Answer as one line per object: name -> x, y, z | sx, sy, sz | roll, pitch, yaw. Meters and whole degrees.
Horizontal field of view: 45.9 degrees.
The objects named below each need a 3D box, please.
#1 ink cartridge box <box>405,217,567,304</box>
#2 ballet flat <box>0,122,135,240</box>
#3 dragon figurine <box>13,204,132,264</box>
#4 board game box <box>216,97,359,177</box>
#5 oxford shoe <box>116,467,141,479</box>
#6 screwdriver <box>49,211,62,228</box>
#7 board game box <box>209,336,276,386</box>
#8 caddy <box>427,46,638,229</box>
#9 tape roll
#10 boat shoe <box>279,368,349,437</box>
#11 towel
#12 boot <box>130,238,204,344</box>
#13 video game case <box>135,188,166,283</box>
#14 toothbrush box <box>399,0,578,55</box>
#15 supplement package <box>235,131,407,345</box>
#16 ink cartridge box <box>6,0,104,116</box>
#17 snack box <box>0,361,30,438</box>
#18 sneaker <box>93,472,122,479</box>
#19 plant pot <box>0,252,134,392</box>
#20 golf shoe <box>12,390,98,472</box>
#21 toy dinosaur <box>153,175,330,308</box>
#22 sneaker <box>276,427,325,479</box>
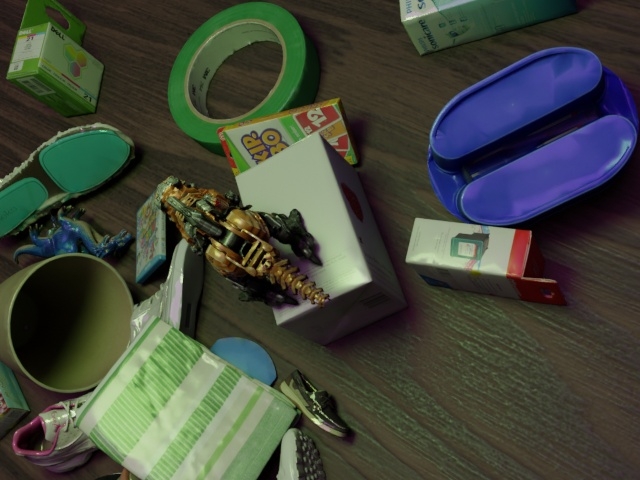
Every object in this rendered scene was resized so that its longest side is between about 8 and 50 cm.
ink cartridge box -> 0.265, 0.034, 1.180 | 0.231, 0.134, 0.078 | 8, 74, 27
ballet flat -> -0.591, -0.148, 1.661 | 0.408, 0.147, 0.147 | -28, 62, 7
dragon figurine -> -0.536, 0.024, 1.584 | 0.289, 0.085, 0.144 | -28, 76, 13
board game box -> -0.067, -0.180, 1.428 | 0.259, 0.124, 0.039 | -9, 29, 23
oxford shoe -> -0.241, 0.559, 1.251 | 0.146, 0.140, 0.397 | -49, 57, 34
screwdriver -> -0.605, -0.062, 1.698 | 0.170, 0.024, 0.025 | 55, 128, 32
board game box -> -0.163, 0.257, 1.354 | 0.133, 0.033, 0.169 | 31, 67, 20
caddy -> 0.331, -0.156, 1.200 | 0.341, 0.179, 0.241 | -26, 84, 14
tape roll -> -0.160, -0.331, 1.555 | 0.321, 0.077, 0.321 | -9, 68, 23
boat shoe -> -0.007, 0.271, 1.267 | 0.152, 0.056, 0.049 | 34, 93, 31
towel -> -0.229, 0.302, 1.288 | 0.324, 0.038, 0.248 | 30, 67, 14
boot -> -0.302, 0.116, 1.441 | 0.123, 0.095, 0.258 | 0, 72, 18
video game case -> -0.341, -0.011, 1.516 | 0.119, 0.015, 0.166 | -38, 49, 44
toothbrush box -> 0.293, -0.491, 1.369 | 0.295, 0.126, 0.216 | -12, 67, 21
supplement package -> 0.000, 0.000, 1.294 | 0.175, 0.177, 0.293 | -27, 63, 16
ink cartridge box -> -0.591, -0.442, 1.735 | 0.097, 0.189, 0.255 | -3, 70, 26
snack box -> -0.725, 0.351, 1.571 | 0.207, 0.070, 0.174 | -44, 60, 7
sneaker -> -0.449, 0.481, 1.360 | 0.216, 0.121, 0.079 | -29, 62, 13
plant pot -> -0.549, 0.155, 1.479 | 0.274, 0.256, 0.257 | -3, 69, 42
golf shoe -> -0.428, 0.332, 1.397 | 0.306, 0.140, 0.115 | -34, 59, 9
toy dinosaur -> -0.118, 0.014, 1.116 | 0.164, 0.218, 0.322 | -39, 59, 11
sneaker -> -0.042, 0.422, 1.214 | 0.094, 0.090, 0.235 | -24, 61, 27
